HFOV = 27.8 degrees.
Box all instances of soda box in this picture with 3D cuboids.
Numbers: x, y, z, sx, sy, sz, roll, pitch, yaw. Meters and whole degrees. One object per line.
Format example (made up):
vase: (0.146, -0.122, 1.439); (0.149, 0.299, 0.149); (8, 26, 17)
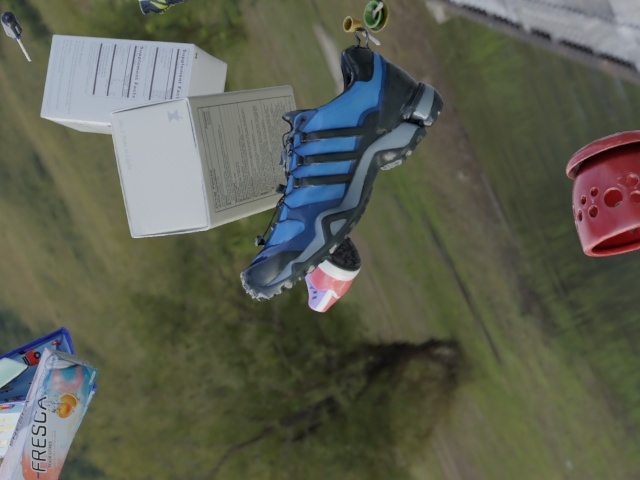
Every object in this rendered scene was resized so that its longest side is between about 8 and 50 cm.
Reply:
soda box: (-0.343, 0.232, 1.617); (0.058, 0.183, 0.063); (20, 180, -29)

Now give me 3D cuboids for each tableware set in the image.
tableware set: (0.071, -0.356, 1.792); (0.104, 0.024, 0.154); (45, 123, 44)

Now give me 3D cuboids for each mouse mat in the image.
mouse mat: (-0.547, 0.246, 2.007); (0.007, 0.190, 0.152); (60, 156, -16)

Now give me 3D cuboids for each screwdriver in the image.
screwdriver: (-0.415, -0.272, 1.778); (0.170, 0.024, 0.025); (101, 177, -73)

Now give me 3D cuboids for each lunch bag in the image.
lunch bag: (-0.561, 0.297, 2.219); (0.138, 0.293, 0.221); (58, 144, 21)

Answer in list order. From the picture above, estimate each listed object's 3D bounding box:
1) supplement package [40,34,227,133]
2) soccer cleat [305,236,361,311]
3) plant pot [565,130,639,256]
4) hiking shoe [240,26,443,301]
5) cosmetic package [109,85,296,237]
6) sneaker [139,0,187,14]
supplement package: (-0.288, -0.234, 2.013); (0.139, 0.244, 0.134); (16, -99, -70)
soccer cleat: (0.000, 0.000, 2.347); (0.116, 0.109, 0.318); (-61, 21, 27)
plant pot: (0.517, -0.081, 2.206); (0.191, 0.191, 0.174); (70, -175, -73)
hiking shoe: (-0.004, -0.074, 1.386); (0.132, 0.304, 0.113); (38, 166, -4)
cosmetic package: (-0.130, -0.106, 1.638); (0.309, 0.113, 0.160); (-20, -78, -66)
sneaker: (-0.246, -0.374, 2.036); (0.031, 0.083, 0.035); (-50, -42, -65)
